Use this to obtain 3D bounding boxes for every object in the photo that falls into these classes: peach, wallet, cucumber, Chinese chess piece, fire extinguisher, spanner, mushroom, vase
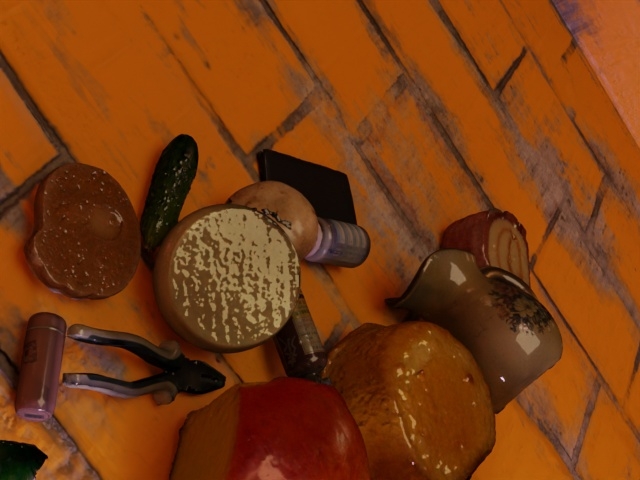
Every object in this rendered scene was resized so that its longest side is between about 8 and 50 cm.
[{"bbox_3d":[-0.059,0.359,1.587,0.306,0.242,0.380,39,44,-26],"label":"peach"},{"bbox_3d":[-0.019,-0.089,2.067,0.244,0.025,0.124,13,61,-48],"label":"wallet"},{"bbox_3d":[-0.239,-0.075,1.754,0.069,0.069,0.227,39,47,-32],"label":"cucumber"},{"bbox_3d":[-0.139,0.056,1.699,0.238,0.092,0.237,1,87,-21],"label":"Chinese chess piece"},{"bbox_3d":[-0.046,0.183,1.836,0.075,0.106,0.252,8,57,-58],"label":"fire extinguisher"},{"bbox_3d":[-0.242,0.186,1.598,0.325,0.040,0.095,20,69,-54],"label":"spanner"},{"bbox_3d":[-0.088,-0.020,1.849,0.166,0.127,0.166,4,59,-7],"label":"mushroom"},{"bbox_3d":[0.323,0.151,2.160,0.302,0.241,0.329,49,39,12],"label":"vase"}]

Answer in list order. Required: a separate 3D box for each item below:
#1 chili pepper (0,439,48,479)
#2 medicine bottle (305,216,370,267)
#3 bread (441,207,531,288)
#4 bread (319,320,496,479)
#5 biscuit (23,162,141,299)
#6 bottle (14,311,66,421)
[{"bbox_3d":[-0.419,0.323,1.237,0.264,0.116,0.148,-58,154,-24],"label":"chili pepper"},{"bbox_3d":[0.000,0.000,1.991,0.203,0.083,0.083,10,63,-50],"label":"medicine bottle"},{"bbox_3d":[0.356,0.056,2.374,0.190,0.123,0.244,27,51,-38],"label":"bread"},{"bbox_3d":[0.156,0.303,1.921,0.358,0.204,0.337,-37,105,-55],"label":"bread"},{"bbox_3d":[-0.341,-0.009,1.598,0.181,0.049,0.208,26,52,-41],"label":"biscuit"},{"bbox_3d":[-0.367,0.164,1.464,0.053,0.053,0.140,30,49,-39],"label":"bottle"}]
